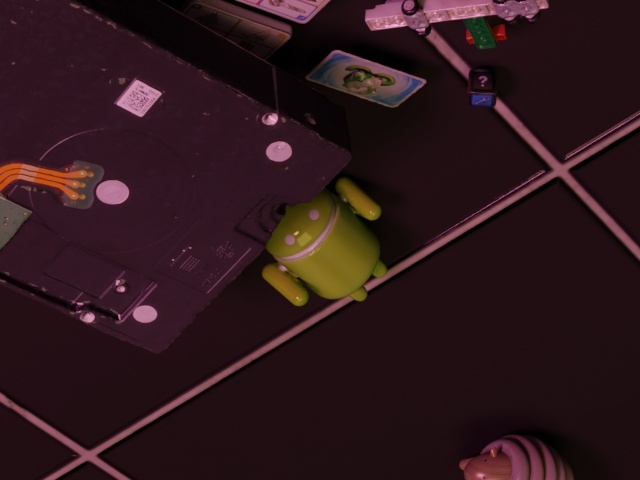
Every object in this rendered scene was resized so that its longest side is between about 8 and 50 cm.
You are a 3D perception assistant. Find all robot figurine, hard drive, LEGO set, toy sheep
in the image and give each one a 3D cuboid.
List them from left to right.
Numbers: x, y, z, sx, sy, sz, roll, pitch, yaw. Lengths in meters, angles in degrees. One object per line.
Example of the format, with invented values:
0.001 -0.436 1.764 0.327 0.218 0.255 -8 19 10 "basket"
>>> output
-0.181 -0.072 1.111 0.339 0.064 0.237 26 125 -28 "hard drive"
0.000 0.000 1.282 0.101 0.067 0.115 -48 125 0 "robot figurine"
0.042 -0.162 1.144 0.244 0.060 0.182 17 153 -23 "LEGO set"
0.181 0.216 1.500 0.132 0.091 0.091 14 132 -37 "toy sheep"
